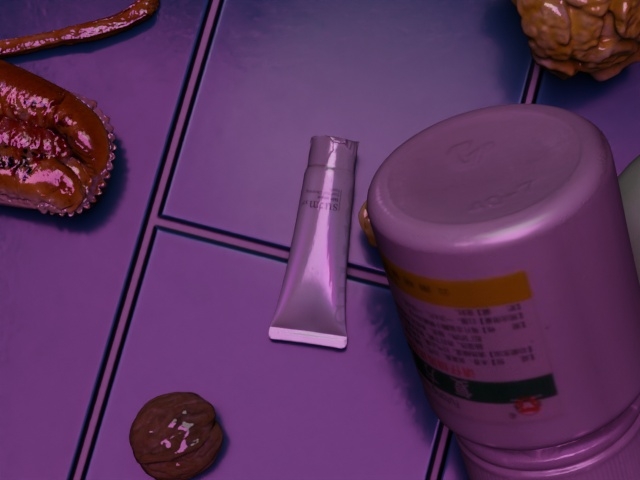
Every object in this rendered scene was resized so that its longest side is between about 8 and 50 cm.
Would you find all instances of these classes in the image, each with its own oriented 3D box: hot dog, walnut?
[{"bbox_3d":[-0.328,-0.108,1.596,0.268,0.075,0.144,15,83,7],"label":"hot dog"},{"bbox_3d":[-0.137,0.186,1.536,0.092,0.092,0.092,0,79,1],"label":"walnut"}]

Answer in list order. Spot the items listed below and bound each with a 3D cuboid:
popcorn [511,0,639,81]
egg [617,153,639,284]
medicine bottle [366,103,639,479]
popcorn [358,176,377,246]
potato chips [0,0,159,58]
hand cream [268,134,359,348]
[{"bbox_3d":[0.235,-0.252,1.568,0.173,0.168,0.195,-33,65,32],"label":"popcorn"},{"bbox_3d":[0.388,-0.008,1.488,0.269,0.220,0.220,-12,79,8],"label":"egg"},{"bbox_3d":[0.179,0.073,1.410,0.208,0.208,0.340,-20,122,-2],"label":"medicine bottle"},{"bbox_3d":[0.109,-0.026,1.539,0.141,0.162,0.135,9,50,-32],"label":"popcorn"},{"bbox_3d":[-0.259,-0.212,1.639,0.204,0.026,0.037,-16,76,-1],"label":"potato chips"},{"bbox_3d":[0.000,0.000,1.584,0.078,0.050,0.205,7,84,3],"label":"hand cream"}]
